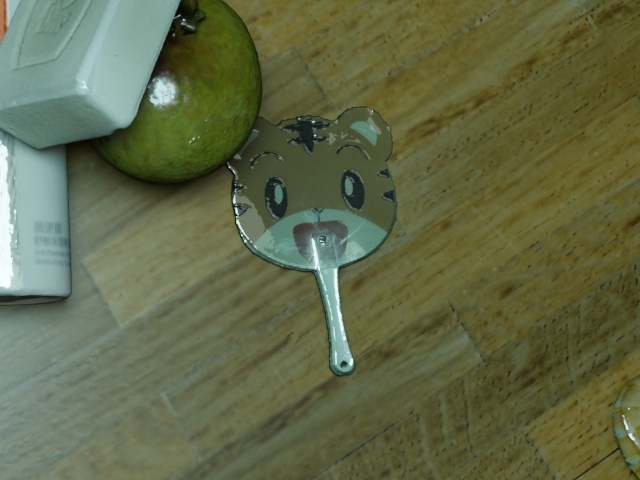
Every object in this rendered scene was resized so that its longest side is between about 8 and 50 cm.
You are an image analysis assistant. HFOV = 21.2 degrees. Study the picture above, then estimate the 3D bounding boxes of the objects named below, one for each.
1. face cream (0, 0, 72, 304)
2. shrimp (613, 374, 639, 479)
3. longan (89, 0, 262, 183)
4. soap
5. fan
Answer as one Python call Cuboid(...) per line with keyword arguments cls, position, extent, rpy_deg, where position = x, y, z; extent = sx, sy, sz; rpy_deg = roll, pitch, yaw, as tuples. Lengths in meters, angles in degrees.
Cuboid(cls="face cream", position=(-0.246, -0.125, 1.319), extent=(0.102, 0.102, 0.346), rpy_deg=(-2, 85, -16))
Cuboid(cls="shrimp", position=(0.310, 0.188, 1.469), extent=(0.095, 0.045, 0.162), rpy_deg=(-26, 85, -38))
Cuboid(cls="longan", position=(-0.115, -0.125, 1.319), extent=(0.145, 0.176, 0.155), rpy_deg=(-8, 56, -14))
Cuboid(cls="soap", position=(-0.167, -0.159, 1.247), extent=(0.064, 0.121, 0.183), rpy_deg=(41, 54, -38))
Cuboid(cls="fan", position=(0.000, 0.000, 1.418), extent=(0.152, 0.008, 0.227), rpy_deg=(-7, 83, -17))
